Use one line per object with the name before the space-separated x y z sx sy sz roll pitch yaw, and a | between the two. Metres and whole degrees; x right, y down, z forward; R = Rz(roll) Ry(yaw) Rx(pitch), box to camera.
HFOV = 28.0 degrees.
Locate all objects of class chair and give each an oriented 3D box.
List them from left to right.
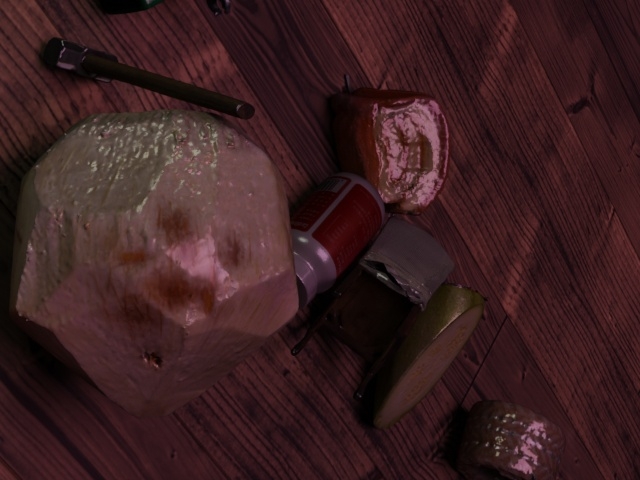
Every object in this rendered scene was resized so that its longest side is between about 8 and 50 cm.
chair | 0.094 0.109 2.203 0.160 0.186 0.319 35 29 4

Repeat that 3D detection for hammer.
hammer | -0.227 -0.217 1.751 0.111 0.365 0.043 13 96 -51

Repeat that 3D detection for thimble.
thimble | 0.370 0.418 2.516 0.229 0.196 0.148 74 36 -61

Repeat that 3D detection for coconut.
coconut | -0.221 0.034 1.726 0.344 0.415 0.416 17 74 -64

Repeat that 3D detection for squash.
squash | 0.201 0.218 2.337 0.189 0.189 0.261 26 65 -45

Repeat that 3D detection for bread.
bread | 0.132 -0.155 2.289 0.190 0.123 0.244 -13 101 -18

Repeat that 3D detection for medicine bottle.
medicine bottle | 0.000 0.000 2.163 0.250 0.131 0.131 -49 123 -37

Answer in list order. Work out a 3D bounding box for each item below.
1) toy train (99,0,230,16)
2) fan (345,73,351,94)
toy train | -0.261 -0.505 1.880 0.249 0.178 0.429 -39 117 -30
fan | 0.061 -0.238 2.340 0.085 0.005 0.133 -28 110 -45
